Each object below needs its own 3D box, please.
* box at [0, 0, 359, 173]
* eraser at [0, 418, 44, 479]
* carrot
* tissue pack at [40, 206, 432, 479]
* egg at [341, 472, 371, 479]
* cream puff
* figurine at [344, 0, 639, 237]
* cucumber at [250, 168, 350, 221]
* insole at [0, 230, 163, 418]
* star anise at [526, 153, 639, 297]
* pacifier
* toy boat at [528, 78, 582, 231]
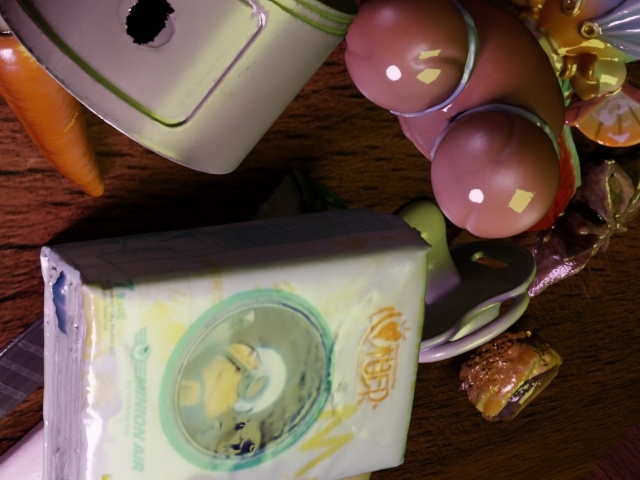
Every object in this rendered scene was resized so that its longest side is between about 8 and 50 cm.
[{"bbox_3d":[-0.103,-0.178,0.973,0.149,0.226,0.226,-49,153,17],"label":"box"},{"bbox_3d":[-0.220,0.233,1.549,0.270,0.174,0.095,-41,-164,3],"label":"eraser"},{"bbox_3d":[-0.226,-0.112,1.115,0.069,0.069,0.336,-35,160,-12],"label":"carrot"},{"bbox_3d":[-0.089,0.128,1.394,0.388,0.162,0.287,-8,115,-30],"label":"tissue pack"},{"bbox_3d":[-0.039,0.325,1.903,0.241,0.186,0.186,-30,153,-14],"label":"egg"},{"bbox_3d":[0.318,0.227,2.301,0.189,0.129,0.189,-40,162,-16],"label":"cream puff"},{"bbox_3d":[0.232,-0.194,1.397,0.388,0.277,0.248,-34,178,-7],"label":"figurine"},{"bbox_3d":[0.000,0.000,1.589,0.115,0.063,0.244,-45,155,12],"label":"cucumber"},{"bbox_3d":[-0.272,0.099,1.430,0.309,0.012,0.110,-41,153,2],"label":"insole"},{"bbox_3d":[0.401,-0.046,2.008,0.349,0.109,0.292,-34,148,-38],"label":"star anise"},{"bbox_3d":[0.154,0.039,1.772,0.279,0.227,0.207,-30,113,-21],"label":"pacifier"},{"bbox_3d":[0.257,-0.122,1.668,0.133,0.145,0.332,-64,160,-16],"label":"toy boat"}]
